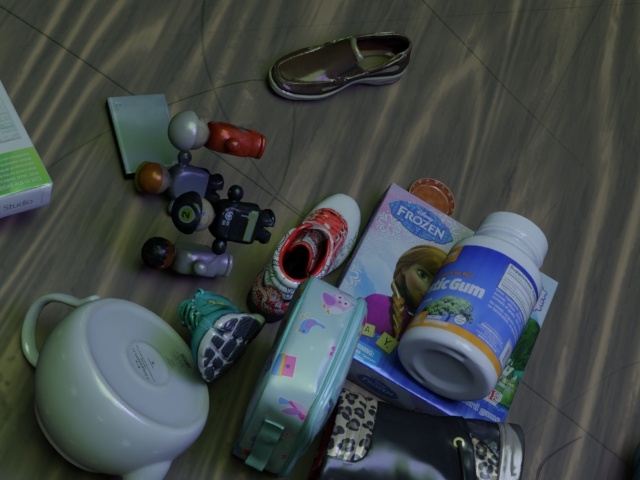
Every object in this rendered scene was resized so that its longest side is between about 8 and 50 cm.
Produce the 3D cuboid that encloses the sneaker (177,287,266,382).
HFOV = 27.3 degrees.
[{"bbox_3d":[-0.150,0.122,1.800,0.110,0.275,0.107,36,89,1],"label":"sneaker"}]

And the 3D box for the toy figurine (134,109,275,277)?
[{"bbox_3d":[-0.177,-0.060,1.896,0.148,0.209,0.213,9,61,-31],"label":"toy figurine"}]

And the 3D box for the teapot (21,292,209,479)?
[{"bbox_3d":[-0.287,0.209,1.737,0.252,0.187,0.256,38,27,-22],"label":"teapot"}]

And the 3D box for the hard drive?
[{"bbox_3d":[-0.270,-0.160,2.024,0.094,0.022,0.135,-7,67,-25],"label":"hard drive"}]

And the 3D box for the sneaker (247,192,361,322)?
[{"bbox_3d":[0.001,0.001,1.975,0.090,0.145,0.270,40,56,2],"label":"sneaker"}]

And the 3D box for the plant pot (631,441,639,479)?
[{"bbox_3d":[0.581,0.375,1.958,0.293,0.293,0.196,7,36,-19],"label":"plant pot"}]

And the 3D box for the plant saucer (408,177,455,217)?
[{"bbox_3d":[0.181,-0.063,2.160,0.084,0.013,0.083,10,60,-18],"label":"plant saucer"}]

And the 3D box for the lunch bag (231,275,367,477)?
[{"bbox_3d":[-0.030,0.196,1.787,0.108,0.279,0.224,22,60,0],"label":"lunch bag"}]

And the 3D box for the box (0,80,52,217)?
[{"bbox_3d":[-0.547,-0.155,1.859,0.232,0.058,0.322,-17,61,-26],"label":"box"}]

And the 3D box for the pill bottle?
[{"bbox_3d":[0.234,0.089,1.939,0.152,0.152,0.272,34,57,-3],"label":"pill bottle"}]

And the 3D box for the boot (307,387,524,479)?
[{"bbox_3d":[0.115,0.397,1.821,0.284,0.138,0.377,18,70,-5],"label":"boot"}]

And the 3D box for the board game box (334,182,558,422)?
[{"bbox_3d":[0.176,0.115,2.033,0.319,0.066,0.318,30,57,-5],"label":"board game box"}]

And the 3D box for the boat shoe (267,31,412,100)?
[{"bbox_3d":[0.036,-0.301,2.177,0.258,0.095,0.095,-16,71,-28],"label":"boat shoe"}]
